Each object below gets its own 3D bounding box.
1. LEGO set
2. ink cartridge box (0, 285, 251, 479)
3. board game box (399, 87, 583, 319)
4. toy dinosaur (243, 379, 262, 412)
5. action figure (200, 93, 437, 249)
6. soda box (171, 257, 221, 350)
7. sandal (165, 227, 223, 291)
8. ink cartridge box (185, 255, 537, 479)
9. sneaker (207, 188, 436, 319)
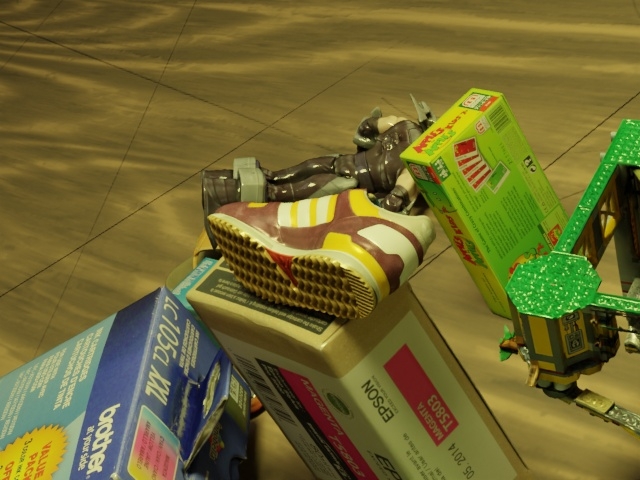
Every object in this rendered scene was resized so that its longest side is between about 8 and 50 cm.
[{"bbox_3d":[0.299,0.064,1.121,0.331,0.192,0.255,3,44,22],"label":"LEGO set"},{"bbox_3d":[-0.211,0.214,1.372,0.395,0.151,0.270,-28,26,18],"label":"ink cartridge box"},{"bbox_3d":[0.150,-0.029,1.393,0.092,0.181,0.043,-43,30,-18],"label":"board game box"},{"bbox_3d":[-0.075,0.150,1.495,0.090,0.047,0.082,16,73,42],"label":"toy dinosaur"},{"bbox_3d":[0.023,-0.062,1.650,0.285,0.099,0.185,-11,29,3],"label":"action figure"},{"bbox_3d":[-0.058,0.076,1.553,0.067,0.071,0.210,-45,31,-22],"label":"soda box"},{"bbox_3d":[-0.093,-0.004,1.735,0.180,0.049,0.072,-35,29,-4],"label":"sandal"},{"bbox_3d":[0.029,0.113,1.241,0.088,0.235,0.193,-44,30,-19],"label":"ink cartridge box"},{"bbox_3d":[0.000,0.000,1.139,0.084,0.070,0.185,-39,35,-26],"label":"sneaker"}]
